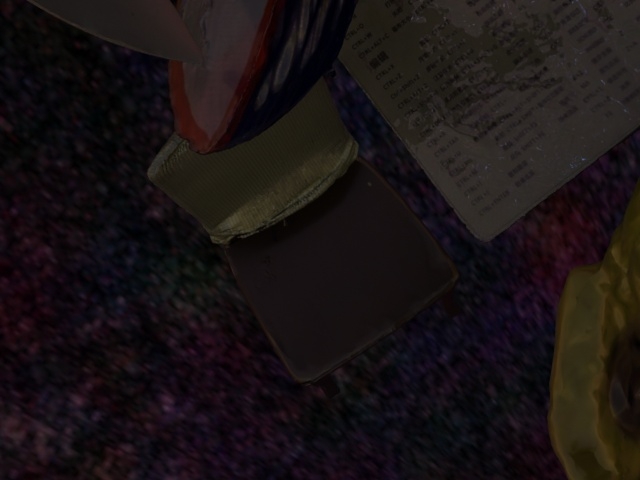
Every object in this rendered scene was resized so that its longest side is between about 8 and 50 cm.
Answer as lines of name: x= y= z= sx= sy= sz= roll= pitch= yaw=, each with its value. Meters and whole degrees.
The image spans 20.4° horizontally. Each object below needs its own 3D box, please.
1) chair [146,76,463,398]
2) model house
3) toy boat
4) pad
chair: x=0.000 y=0.000 z=1.412 sx=0.160 sy=0.319 sz=0.186 roll=-32 pitch=75 yaw=0
model house: x=0.233 y=0.059 z=0.867 sx=0.175 sy=0.193 sz=0.234 roll=56 pitch=136 yaw=45
toy boat: x=-0.088 y=-0.140 z=0.744 sx=0.072 sy=0.318 sz=0.219 roll=-17 pitch=87 yaw=39
pad: x=0.138 y=-0.139 z=0.890 sx=0.265 sy=0.009 sz=0.159 roll=-38 pitch=81 yaw=8
